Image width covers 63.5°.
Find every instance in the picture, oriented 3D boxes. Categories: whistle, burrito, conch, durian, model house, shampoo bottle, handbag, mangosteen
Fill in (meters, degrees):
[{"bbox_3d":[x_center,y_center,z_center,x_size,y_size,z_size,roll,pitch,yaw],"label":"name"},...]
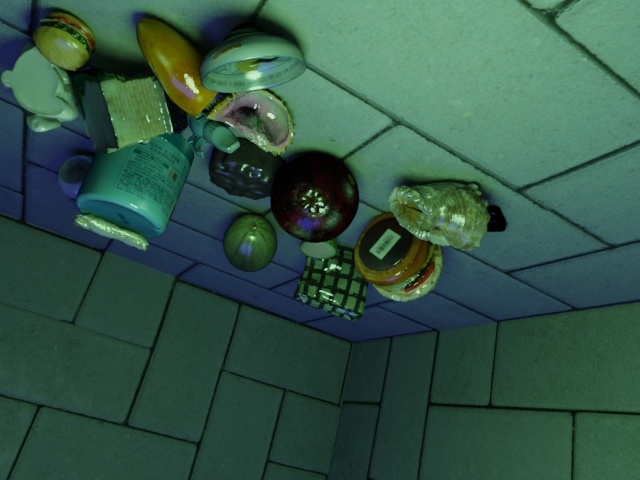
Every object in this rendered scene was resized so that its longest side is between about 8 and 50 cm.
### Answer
[{"bbox_3d":[-0.349,-0.352,1.658,0.269,0.180,0.093,40,161,32],"label":"whistle"},{"bbox_3d":[-0.756,-0.029,1.883,0.275,0.059,0.082,24,162,-23],"label":"burrito"},{"bbox_3d":[0.407,-0.106,1.757,0.352,0.210,0.297,40,153,-7],"label":"conch"},{"bbox_3d":[-0.192,-0.372,1.547,0.186,0.154,0.260,-37,131,12],"label":"durian"},{"bbox_3d":[-0.557,-0.406,1.568,0.284,0.243,0.298,-20,-156,-34],"label":"model house"},{"bbox_3d":[-0.675,-0.223,1.902,0.331,0.343,0.331,11,157,5],"label":"shampoo bottle"},{"bbox_3d":[0.062,0.180,2.419,0.327,0.325,0.162,19,154,-13],"label":"handbag"},{"bbox_3d":[-0.015,-0.148,1.802,0.306,0.306,0.359,12,-172,6],"label":"mangosteen"}]

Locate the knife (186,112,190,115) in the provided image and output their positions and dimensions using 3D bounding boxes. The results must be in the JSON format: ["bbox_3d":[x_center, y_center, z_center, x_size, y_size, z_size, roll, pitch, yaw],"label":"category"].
[{"bbox_3d":[-0.487,-0.403,1.716,0.022,0.046,0.256,-3,-175,-40],"label":"knife"}]

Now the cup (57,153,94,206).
[{"bbox_3d":[-0.985,-0.223,2.252,0.212,0.212,0.317,10,155,8],"label":"cup"}]

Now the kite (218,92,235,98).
[{"bbox_3d":[-0.274,-0.451,1.577,0.232,0.009,0.189,20,157,-13],"label":"kite"}]

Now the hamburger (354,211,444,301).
[{"bbox_3d":[0.311,0.066,2.030,0.330,0.330,0.250,-4,146,36],"label":"hamburger"}]

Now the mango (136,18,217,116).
[{"bbox_3d":[-0.389,-0.480,1.391,0.138,0.187,0.257,-32,128,15],"label":"mango"}]

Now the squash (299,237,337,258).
[{"bbox_3d":[0.000,0.000,2.303,0.170,0.123,0.170,12,156,6],"label":"squash"}]

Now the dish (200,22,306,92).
[{"bbox_3d":[-0.178,-0.480,1.315,0.273,0.134,0.273,-10,-179,0],"label":"dish"}]

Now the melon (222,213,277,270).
[{"bbox_3d":[-0.320,0.011,2.362,0.248,0.249,0.329,15,154,-3],"label":"melon"}]

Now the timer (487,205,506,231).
[{"bbox_3d":[0.574,-0.071,1.902,0.187,0.055,0.144,-2,153,33],"label":"timer"}]

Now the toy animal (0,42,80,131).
[{"bbox_3d":[-0.863,-0.469,1.640,0.206,0.272,0.265,-6,-177,-12],"label":"toy animal"}]

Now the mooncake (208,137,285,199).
[{"bbox_3d":[-0.271,-0.246,1.882,0.283,0.141,0.283,12,159,5],"label":"mooncake"}]

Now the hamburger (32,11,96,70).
[{"bbox_3d":[-0.716,-0.557,1.452,0.162,0.115,0.162,11,154,5],"label":"hamburger"}]
